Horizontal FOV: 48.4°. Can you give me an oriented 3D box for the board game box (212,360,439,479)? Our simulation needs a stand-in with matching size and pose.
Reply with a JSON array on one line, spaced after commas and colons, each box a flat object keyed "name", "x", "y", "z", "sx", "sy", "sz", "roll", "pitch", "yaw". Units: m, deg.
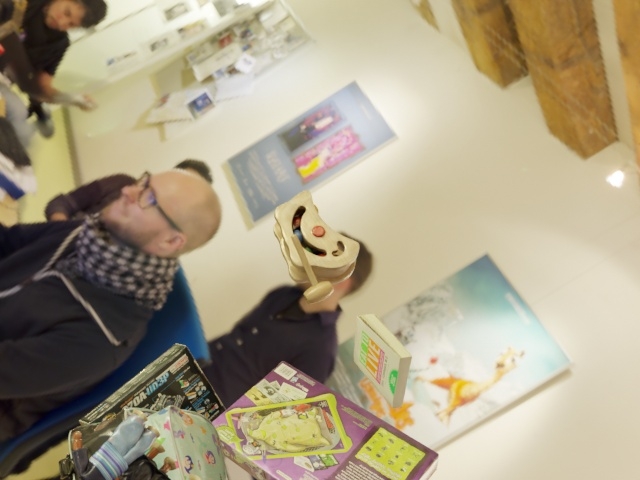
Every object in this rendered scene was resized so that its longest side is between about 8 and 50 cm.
[{"name": "board game box", "x": -0.001, "y": 0.354, "z": 1.212, "sx": 0.347, "sy": 0.208, "sz": 0.056, "roll": 25, "pitch": -51, "yaw": 31}]

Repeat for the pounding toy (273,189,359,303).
[{"name": "pounding toy", "x": 0.000, "y": 0.000, "z": 1.545, "sx": 0.154, "sy": 0.154, "sz": 0.269, "roll": 99, "pitch": -28, "yaw": -58}]

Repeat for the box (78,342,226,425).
[{"name": "box", "x": -0.289, "y": 0.321, "z": 1.277, "sx": 0.051, "sy": 0.220, "sz": 0.175, "roll": -4, "pitch": -60, "yaw": 53}]

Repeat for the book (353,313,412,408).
[{"name": "book", "x": 0.102, "y": 0.200, "z": 1.195, "sx": 0.144, "sy": 0.035, "sz": 0.096, "roll": -137, "pitch": -131, "yaw": -57}]

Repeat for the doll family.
[{"name": "doll family", "x": -0.176, "y": 0.260, "z": 0.697, "sx": 0.193, "sy": 0.111, "sz": 0.076, "roll": 48, "pitch": -33, "yaw": 1}]

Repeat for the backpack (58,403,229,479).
[{"name": "backpack", "x": -0.239, "y": 0.360, "z": 1.056, "sx": 0.253, "sy": 0.191, "sz": 0.225, "roll": 68, "pitch": 3, "yaw": -68}]
